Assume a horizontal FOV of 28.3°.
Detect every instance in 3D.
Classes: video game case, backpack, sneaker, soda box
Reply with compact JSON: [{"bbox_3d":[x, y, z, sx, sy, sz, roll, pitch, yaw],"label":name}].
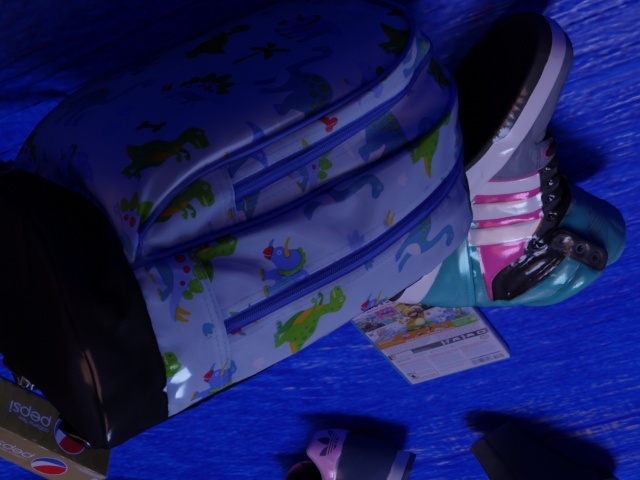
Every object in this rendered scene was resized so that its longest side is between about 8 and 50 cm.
[{"bbox_3d":[0.107,0.089,1.302,0.119,0.015,0.166,-19,137,24],"label":"video game case"},{"bbox_3d":[-0.056,-0.033,0.919,0.355,0.290,0.273,-11,109,-26],"label":"backpack"},{"bbox_3d":[0.181,-0.046,1.051,0.178,0.124,0.295,9,134,-18],"label":"sneaker"},{"bbox_3d":[-0.326,0.219,1.443,0.058,0.061,0.181,-31,131,34],"label":"soda box"},{"bbox_3d":[0.009,0.323,1.542,0.131,0.112,0.319,24,136,0],"label":"sneaker"},{"bbox_3d":[0.265,0.262,1.471,0.083,0.118,0.222,-46,152,21],"label":"sneaker"}]

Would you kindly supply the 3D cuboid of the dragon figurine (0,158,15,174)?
[{"bbox_3d":[-0.339,-0.040,1.084,0.144,0.085,0.289,45,112,-5],"label":"dragon figurine"}]
